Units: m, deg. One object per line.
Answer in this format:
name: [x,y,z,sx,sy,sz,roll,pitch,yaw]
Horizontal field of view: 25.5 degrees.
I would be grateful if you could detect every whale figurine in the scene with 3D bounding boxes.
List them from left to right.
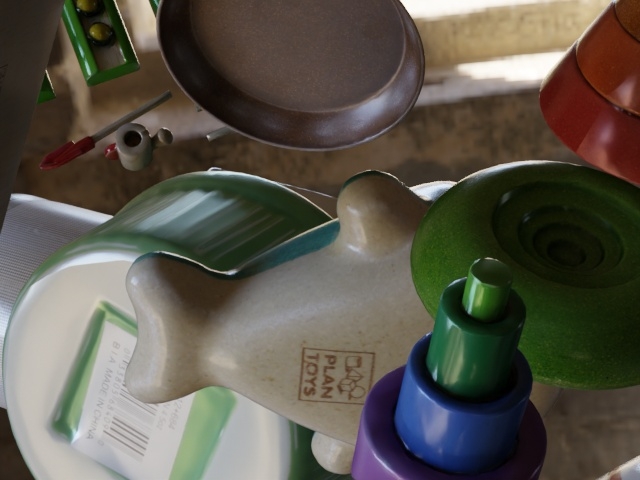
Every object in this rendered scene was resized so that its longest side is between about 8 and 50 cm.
whale figurine: [0.017,0.042,0.867,0.272,0.216,0.141,0,33,-5]

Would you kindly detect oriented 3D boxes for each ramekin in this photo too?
ramekin: [-0.099,0.109,1.091,0.303,0.303,0.148,7,19,27]

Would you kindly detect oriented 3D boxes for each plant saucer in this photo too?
plant saucer: [-0.017,-0.124,0.869,0.169,0.168,0.029,1,49,16]

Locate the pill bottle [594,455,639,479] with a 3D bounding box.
pill bottle: [0.240,0.317,1.140,0.408,0.229,0.229,-33,21,14]

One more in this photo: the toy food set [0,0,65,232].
toy food set: [-0.187,-0.084,0.629,0.092,0.219,0.306,18,13,-3]

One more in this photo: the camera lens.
camera lens: [-0.274,0.072,1.442,0.274,0.219,0.219,13,32,34]

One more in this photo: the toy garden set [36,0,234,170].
toy garden set: [-0.127,-0.146,1.057,0.244,0.203,0.049,-20,-16,-8]

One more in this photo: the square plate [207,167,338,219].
square plate: [0.000,0.000,1.745,0.347,0.049,0.344,15,14,1]

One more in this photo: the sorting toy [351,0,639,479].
sorting toy: [0.118,-0.039,0.575,0.127,0.126,0.365,23,42,17]
